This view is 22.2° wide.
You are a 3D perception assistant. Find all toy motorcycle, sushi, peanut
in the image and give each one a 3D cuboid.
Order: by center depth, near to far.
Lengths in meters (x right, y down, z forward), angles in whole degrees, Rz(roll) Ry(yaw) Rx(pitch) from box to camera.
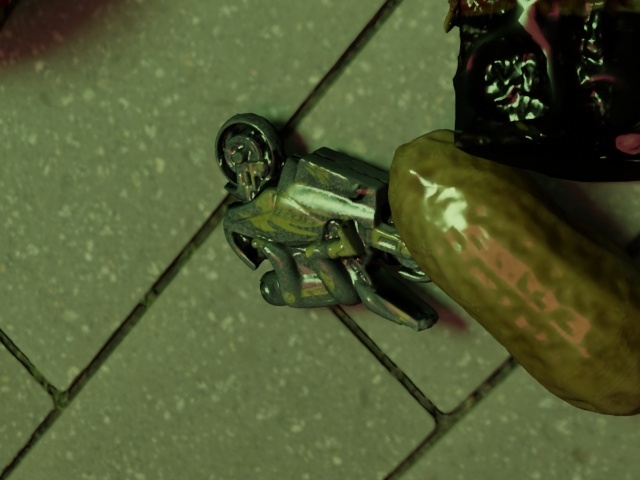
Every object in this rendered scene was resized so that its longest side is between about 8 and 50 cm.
[{"bbox_3d":[0.152,-0.117,0.921,0.153,0.172,0.151,2,87,52],"label":"sushi"},{"bbox_3d":[0.131,0.019,1.011,0.226,0.108,0.095,41,108,1],"label":"peanut"},{"bbox_3d":[0.000,0.000,1.107,0.193,0.061,0.124,29,119,18],"label":"toy motorcycle"}]

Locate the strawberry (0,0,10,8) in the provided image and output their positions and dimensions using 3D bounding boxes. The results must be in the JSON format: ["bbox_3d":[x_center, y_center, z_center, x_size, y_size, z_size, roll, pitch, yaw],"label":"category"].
[{"bbox_3d":[-0.303,-0.237,1.098,0.257,0.257,0.277,50,139,4],"label":"strawberry"}]
